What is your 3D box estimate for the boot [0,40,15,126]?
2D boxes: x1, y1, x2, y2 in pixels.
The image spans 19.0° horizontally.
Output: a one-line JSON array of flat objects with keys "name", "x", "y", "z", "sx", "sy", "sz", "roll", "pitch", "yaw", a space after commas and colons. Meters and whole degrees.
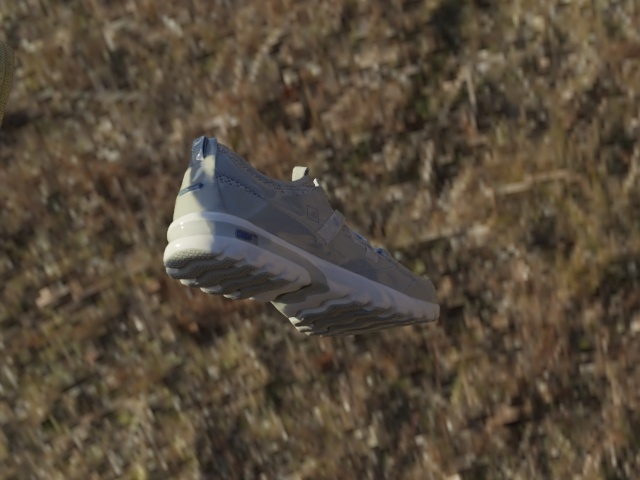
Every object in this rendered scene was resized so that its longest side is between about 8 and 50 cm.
[{"name": "boot", "x": -0.396, "y": -0.101, "z": 1.736, "sx": 0.095, "sy": 0.203, "sz": 0.262, "roll": 21, "pitch": 83, "yaw": 34}]

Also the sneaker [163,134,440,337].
[{"name": "sneaker", "x": 0.000, "y": 0.000, "z": 1.470, "sx": 0.105, "sy": 0.281, "sz": 0.115, "roll": -12, "pitch": 67, "yaw": 35}]
